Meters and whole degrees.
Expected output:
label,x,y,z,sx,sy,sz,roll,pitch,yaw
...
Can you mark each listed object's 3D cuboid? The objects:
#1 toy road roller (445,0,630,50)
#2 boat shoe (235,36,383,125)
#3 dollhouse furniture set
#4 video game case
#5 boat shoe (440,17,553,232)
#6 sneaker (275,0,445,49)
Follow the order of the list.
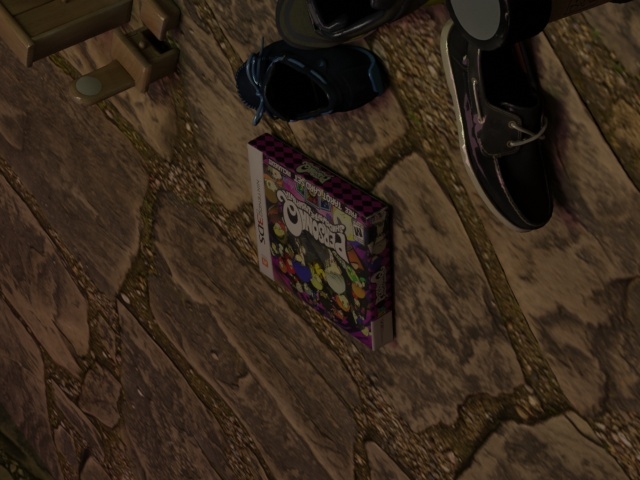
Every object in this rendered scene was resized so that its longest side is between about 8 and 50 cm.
label,x,y,z,sx,sy,sz,roll,pitch,yaw
toy road roller,0.177,-0.338,1.344,0.240,0.202,0.329,54,151,28
boat shoe,-0.036,-0.188,1.893,0.258,0.089,0.109,-4,111,58
dollhouse furniture set,-0.311,-0.390,2.062,0.303,0.174,0.355,48,148,20
video game case,0.000,0.000,2.042,0.232,0.042,0.210,34,141,38
boat shoe,0.187,-0.116,1.624,0.079,0.084,0.233,2,113,56
sneaker,0.022,-0.260,1.714,0.300,0.121,0.111,-17,100,59
